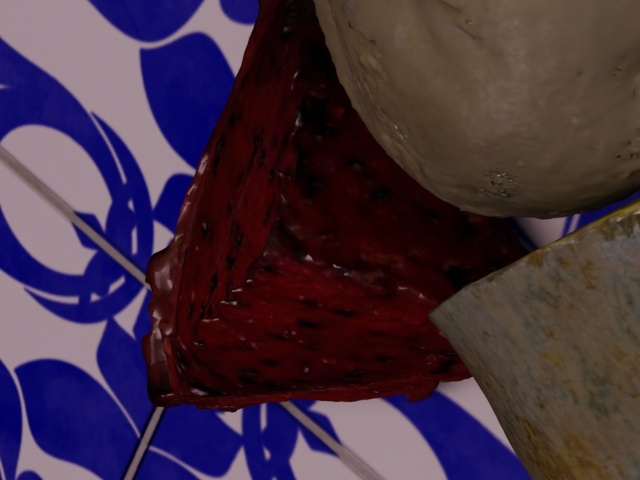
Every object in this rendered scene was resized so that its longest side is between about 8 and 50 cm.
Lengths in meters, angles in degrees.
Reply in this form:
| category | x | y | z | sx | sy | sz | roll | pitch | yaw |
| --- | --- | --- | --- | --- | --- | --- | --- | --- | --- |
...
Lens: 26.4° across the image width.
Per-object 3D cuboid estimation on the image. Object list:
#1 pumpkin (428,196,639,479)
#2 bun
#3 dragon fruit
| category | x | y | z | sx | sy | sz | roll | pitch | yaw |
| --- | --- | --- | --- | --- | --- | --- | --- | --- | --- |
| pumpkin | 0.249 | 0.042 | 0.747 | 0.332 | 0.332 | 0.199 | -34 | 82 | 34 |
| bun | 0.100 | -0.174 | 0.704 | 0.235 | 0.362 | 0.326 | 4 | 96 | -6 |
| dragon fruit | 0.009 | 0.002 | 1.055 | 0.329 | 0.228 | 0.286 | 126 | 150 | -49 |
